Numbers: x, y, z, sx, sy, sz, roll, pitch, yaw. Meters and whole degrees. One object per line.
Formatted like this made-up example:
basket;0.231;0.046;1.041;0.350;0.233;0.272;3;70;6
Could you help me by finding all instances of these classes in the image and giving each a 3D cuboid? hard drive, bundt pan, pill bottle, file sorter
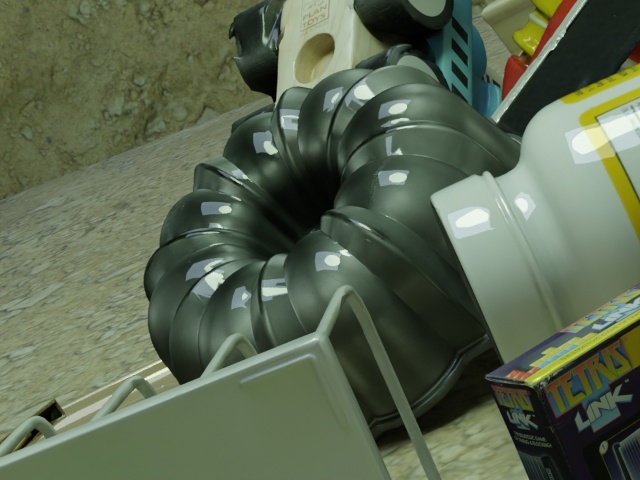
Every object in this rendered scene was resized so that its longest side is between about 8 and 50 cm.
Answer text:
hard drive;0.213;-0.141;1.674;0.339;0.064;0.237;-54;-3;-6
bundt pan;0.000;0.000;1.452;0.331;0.124;0.331;-28;37;23
pill bottle;0.249;-0.032;1.261;0.334;0.188;0.188;-24;11;2
file sorter;-0.078;0.166;1.027;0.277;0.193;0.173;-22;9;10

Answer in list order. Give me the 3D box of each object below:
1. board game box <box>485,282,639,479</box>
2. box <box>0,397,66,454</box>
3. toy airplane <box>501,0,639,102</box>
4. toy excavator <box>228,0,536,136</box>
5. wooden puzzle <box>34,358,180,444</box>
board game box;0.181;0.089;0.955;0.170;0.141;0.048;-28;12;-22
box;-0.312;0.214;1.596;0.201;0.021;0.164;-38;2;33
toy airplane;0.288;-0.305;1.953;0.384;0.386;0.272;-28;20;-20
toy excavator;0.131;-0.159;2.096;0.222;0.445;0.433;-23;50;35
wooden puzzle;-0.126;0.152;1.601;0.221;0.044;0.238;-26;15;-10
